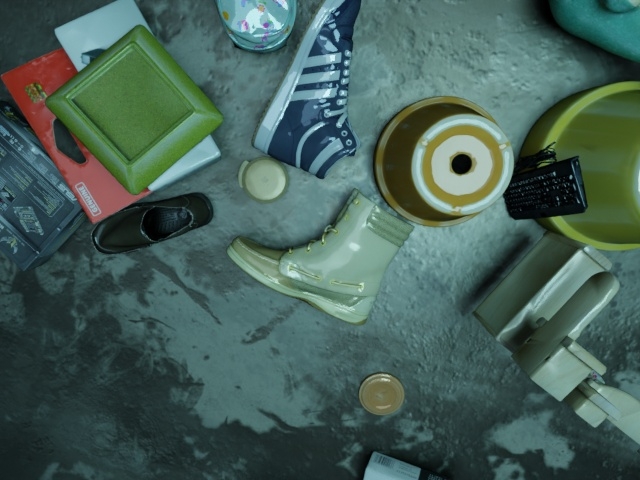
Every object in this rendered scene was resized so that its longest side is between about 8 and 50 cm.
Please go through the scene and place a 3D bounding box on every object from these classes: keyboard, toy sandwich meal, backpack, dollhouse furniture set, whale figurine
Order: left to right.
[{"bbox_3d":[-0.099,-0.371,0.660,0.152,0.115,0.181,-3,104,1],"label":"backpack"},{"bbox_3d":[-0.096,-0.101,0.758,0.086,0.029,0.085,-1,96,-7],"label":"toy sandwich meal"},{"bbox_3d":[0.305,-0.079,0.657,0.038,0.192,0.100,-12,89,-5],"label":"keyboard"},{"bbox_3d":[0.426,0.169,0.642,0.356,0.303,0.173,38,100,-5],"label":"dollhouse furniture set"},{"bbox_3d":[0.416,-0.301,0.606,0.141,0.216,0.271,-37,76,49],"label":"whale figurine"}]

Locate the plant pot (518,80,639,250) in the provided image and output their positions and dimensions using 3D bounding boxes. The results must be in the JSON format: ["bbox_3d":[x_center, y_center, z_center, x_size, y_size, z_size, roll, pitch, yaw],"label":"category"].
[{"bbox_3d":[0.443,-0.095,0.621,0.254,0.239,0.253,1,102,3],"label":"plant pot"}]

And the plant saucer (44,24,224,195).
[{"bbox_3d":[-0.274,-0.195,0.665,0.188,0.045,0.188,-42,100,-5],"label":"plant saucer"}]

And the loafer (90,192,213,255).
[{"bbox_3d":[-0.294,-0.029,0.756,0.220,0.078,0.080,-19,99,7],"label":"loafer"}]

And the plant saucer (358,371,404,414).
[{"bbox_3d":[0.112,0.283,0.829,0.084,0.013,0.083,0,101,2],"label":"plant saucer"}]

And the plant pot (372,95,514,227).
[{"bbox_3d":[0.184,-0.110,0.657,0.205,0.188,0.204,1,101,3],"label":"plant pot"}]

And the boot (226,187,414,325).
[{"bbox_3d":[0.000,0.000,0.737,0.262,0.095,0.203,26,102,-4],"label":"boot"}]

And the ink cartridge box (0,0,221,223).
[{"bbox_3d":[-0.328,-0.198,0.709,0.239,0.060,0.275,-30,98,-7],"label":"ink cartridge box"}]

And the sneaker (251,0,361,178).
[{"bbox_3d":[0.024,-0.229,0.687,0.153,0.099,0.282,32,108,2],"label":"sneaker"}]

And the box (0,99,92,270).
[{"bbox_3d":[-0.519,-0.091,0.768,0.183,0.056,0.231,-44,96,11],"label":"box"}]

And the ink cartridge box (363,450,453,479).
[{"bbox_3d":[0.144,0.595,0.840,0.176,0.069,0.370,12,100,19],"label":"ink cartridge box"}]
